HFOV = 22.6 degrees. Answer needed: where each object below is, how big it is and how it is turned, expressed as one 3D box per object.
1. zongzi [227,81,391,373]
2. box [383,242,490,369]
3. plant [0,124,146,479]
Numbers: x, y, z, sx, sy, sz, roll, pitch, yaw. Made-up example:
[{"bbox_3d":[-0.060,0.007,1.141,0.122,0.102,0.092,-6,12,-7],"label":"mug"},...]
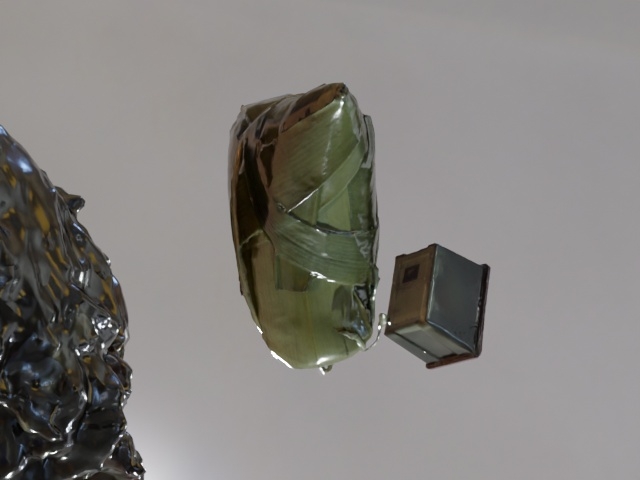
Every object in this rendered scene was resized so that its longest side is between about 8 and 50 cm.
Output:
[{"bbox_3d":[0.000,0.000,0.575,0.055,0.119,0.109,-9,-86,-11],"label":"zongzi"},{"bbox_3d":[0.092,0.051,1.282,0.063,0.060,0.085,30,-123,-35],"label":"box"},{"bbox_3d":[-0.185,0.052,0.773,0.234,0.178,0.204,65,-172,-50],"label":"plant"}]
